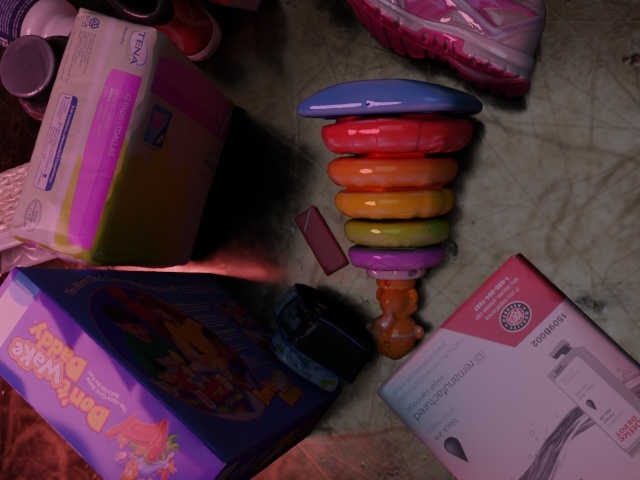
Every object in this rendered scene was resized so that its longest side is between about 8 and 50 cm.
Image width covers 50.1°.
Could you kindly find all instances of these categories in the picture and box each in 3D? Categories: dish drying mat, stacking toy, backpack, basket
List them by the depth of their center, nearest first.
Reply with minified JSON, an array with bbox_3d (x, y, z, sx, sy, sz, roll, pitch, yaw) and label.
[{"bbox_3d":[0.083,-0.017,0.749,0.175,0.166,0.301,1,98,24],"label":"stacking toy"},{"bbox_3d":[-0.006,0.105,0.766,0.105,0.114,0.084,35,99,-24],"label":"backpack"},{"bbox_3d":[0.000,0.000,0.831,0.032,0.008,0.083,-32,79,10],"label":"dish drying mat"},{"bbox_3d":[-0.385,-0.028,0.882,0.167,0.113,0.103,-17,80,13],"label":"basket"}]

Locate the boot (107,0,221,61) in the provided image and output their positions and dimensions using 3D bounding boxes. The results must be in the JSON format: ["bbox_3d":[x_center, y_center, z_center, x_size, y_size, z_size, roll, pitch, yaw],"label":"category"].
[{"bbox_3d":[-0.245,-0.329,0.833,0.244,0.176,0.088,42,100,15],"label":"boot"}]

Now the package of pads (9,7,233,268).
[{"bbox_3d":[-0.193,-0.082,0.739,0.101,0.296,0.229,17,91,7],"label":"package of pads"}]

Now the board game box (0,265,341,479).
[{"bbox_3d":[-0.129,0.129,0.681,0.233,0.347,0.078,39,97,15],"label":"board game box"}]

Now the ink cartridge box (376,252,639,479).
[{"bbox_3d":[0.232,0.182,0.698,0.283,0.117,0.207,45,98,14],"label":"ink cartridge box"}]

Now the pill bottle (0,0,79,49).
[{"bbox_3d":[-0.381,-0.287,0.908,0.170,0.094,0.094,28,94,15],"label":"pill bottle"}]

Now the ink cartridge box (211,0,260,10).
[{"bbox_3d":[-0.151,-0.324,0.792,0.146,0.179,0.045,31,107,2],"label":"ink cartridge box"}]

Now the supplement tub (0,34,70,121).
[{"bbox_3d":[-0.288,-0.180,0.822,0.106,0.198,0.105,-1,85,15],"label":"supplement tub"}]

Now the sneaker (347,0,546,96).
[{"bbox_3d":[0.139,-0.263,0.772,0.252,0.103,0.111,29,90,9],"label":"sneaker"}]
